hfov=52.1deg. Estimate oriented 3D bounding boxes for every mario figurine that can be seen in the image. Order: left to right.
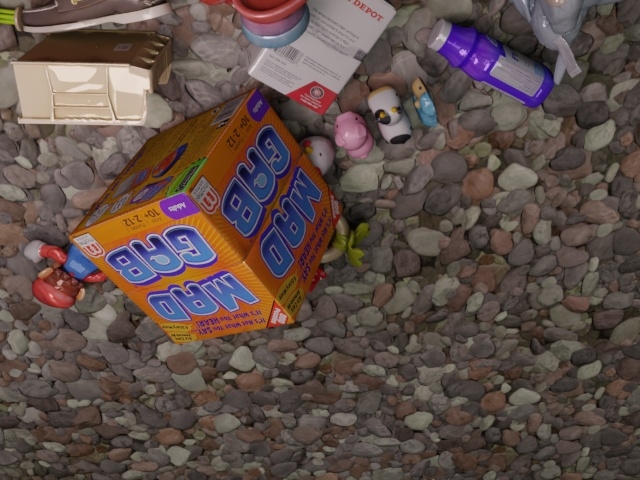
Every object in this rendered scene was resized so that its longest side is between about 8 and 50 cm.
[{"bbox_3d":[-0.624,0.039,1.696,0.320,0.170,0.198,-43,79,12],"label":"mario figurine"}]

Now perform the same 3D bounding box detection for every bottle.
[{"bbox_3d":[0.368,-0.389,1.422,0.283,0.118,0.092,23,122,-15],"label":"bottle"}]

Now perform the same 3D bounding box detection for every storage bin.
[{"bbox_3d":[-0.452,-0.341,1.344,0.260,0.262,0.123,1,121,-2],"label":"storage bin"}]

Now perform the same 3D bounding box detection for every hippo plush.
[{"bbox_3d":[0.518,-0.507,1.275,0.237,0.234,0.294,-33,92,5],"label":"hippo plush"}]

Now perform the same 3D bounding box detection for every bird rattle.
[{"bbox_3d":[0.000,0.000,1.691,0.253,0.143,0.207,-21,110,27],"label":"bird rattle"}]

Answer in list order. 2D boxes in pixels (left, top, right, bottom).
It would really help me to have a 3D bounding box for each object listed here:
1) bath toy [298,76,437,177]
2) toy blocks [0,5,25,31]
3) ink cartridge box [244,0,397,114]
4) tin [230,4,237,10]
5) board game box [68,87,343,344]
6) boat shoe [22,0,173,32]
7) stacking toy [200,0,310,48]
[{"bbox_3d":[0.095,-0.245,1.502,0.348,0.129,0.151,-25,121,15],"label":"bath toy"},{"bbox_3d":[-0.698,-0.502,1.354,0.148,0.054,0.123,5,122,-5],"label":"toy blocks"},{"bbox_3d":[-0.004,-0.433,1.367,0.197,0.114,0.273,24,120,-29],"label":"ink cartridge box"},{"bbox_3d":[-0.121,-0.552,1.351,0.190,0.040,0.106,-37,121,20],"label":"tin"},{"bbox_3d":[-0.230,-0.041,1.428,0.356,0.356,0.356,-15,126,35],"label":"board game box"},{"bbox_3d":[-0.463,-0.485,1.328,0.324,0.116,0.096,-3,118,14],"label":"boat shoe"},{"bbox_3d":[-0.097,-0.516,1.251,0.279,0.309,0.130,-43,157,-9],"label":"stacking toy"}]
